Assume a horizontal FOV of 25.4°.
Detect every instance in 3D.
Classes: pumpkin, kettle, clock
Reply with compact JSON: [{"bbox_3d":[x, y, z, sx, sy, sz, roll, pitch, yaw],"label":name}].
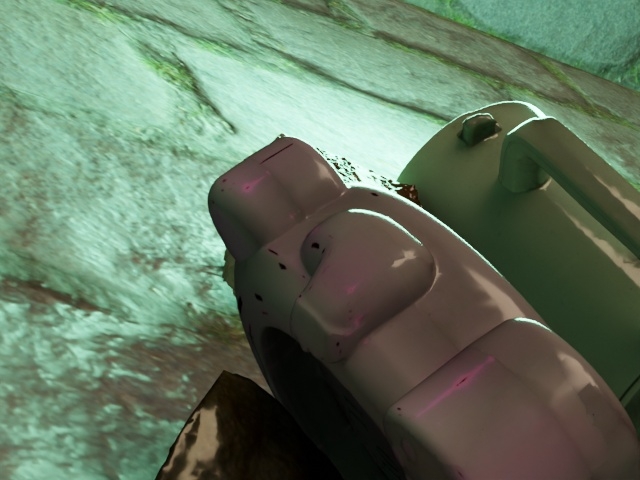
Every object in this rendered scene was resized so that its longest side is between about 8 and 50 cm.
[{"bbox_3d":[-0.017,0.159,0.802,0.131,0.149,0.254,22,17,10],"label":"pumpkin"},{"bbox_3d":[0.231,0.021,1.269,0.205,0.265,0.318,-7,44,-39],"label":"kettle"},{"bbox_3d":[0.058,0.104,0.839,0.322,0.113,0.295,45,-19,39],"label":"clock"}]

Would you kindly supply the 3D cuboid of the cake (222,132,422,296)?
[{"bbox_3d":[0.000,0.000,1.236,0.147,0.135,0.134,23,21,-16],"label":"cake"}]
